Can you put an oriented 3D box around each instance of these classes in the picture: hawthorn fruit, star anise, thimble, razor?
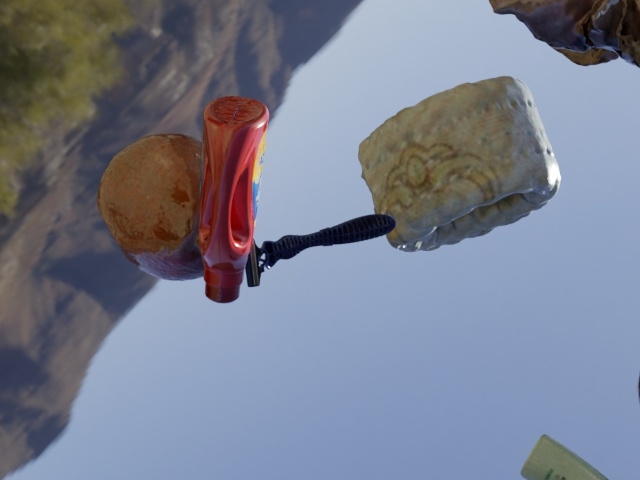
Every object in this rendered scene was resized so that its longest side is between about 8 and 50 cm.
[{"bbox_3d":[-0.180,-0.028,1.584,0.199,0.199,0.251,-46,-145,0],"label":"hawthorn fruit"},{"bbox_3d":[0.356,-0.257,1.454,0.292,0.350,0.108,0,107,-58],"label":"star anise"},{"bbox_3d":[0.208,-0.112,1.860,0.292,0.195,0.291,-17,167,-4],"label":"thimble"},{"bbox_3d":[-0.003,0.000,1.063,0.155,0.044,0.028,-16,-164,-29],"label":"razor"}]

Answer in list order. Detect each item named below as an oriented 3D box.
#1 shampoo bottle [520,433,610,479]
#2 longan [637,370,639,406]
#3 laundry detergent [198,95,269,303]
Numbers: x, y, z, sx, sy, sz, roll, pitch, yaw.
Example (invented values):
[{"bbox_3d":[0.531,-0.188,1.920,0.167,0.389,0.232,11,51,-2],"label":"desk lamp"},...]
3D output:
[{"bbox_3d":[0.331,0.306,1.439,0.041,0.191,0.069,-31,149,-54],"label":"shampoo bottle"},{"bbox_3d":[0.564,0.183,1.590,0.300,0.243,0.300,-38,-168,10],"label":"longan"},{"bbox_3d":[-0.072,-0.024,0.948,0.097,0.049,0.165,-75,172,-66],"label":"laundry detergent"}]
